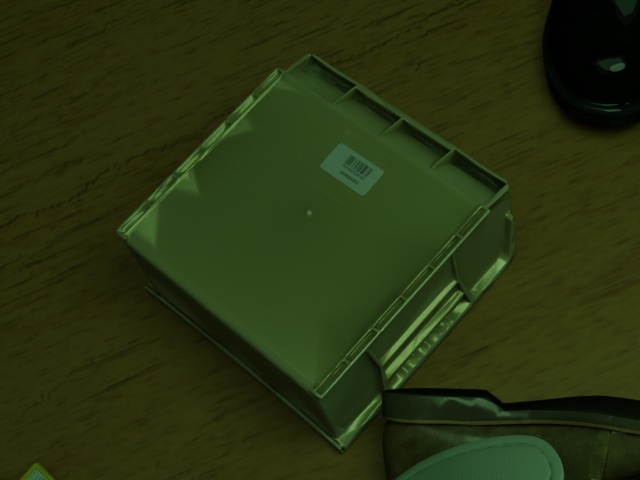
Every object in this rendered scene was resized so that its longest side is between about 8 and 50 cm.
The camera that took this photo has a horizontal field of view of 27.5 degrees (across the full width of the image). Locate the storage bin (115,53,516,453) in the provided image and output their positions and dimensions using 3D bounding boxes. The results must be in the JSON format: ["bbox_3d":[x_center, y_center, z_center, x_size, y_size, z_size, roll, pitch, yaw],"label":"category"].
[{"bbox_3d":[0.000,0.000,1.191,0.262,0.123,0.260,37,75,27],"label":"storage bin"}]

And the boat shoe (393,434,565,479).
[{"bbox_3d":[0.069,0.261,1.033,0.302,0.091,0.114,-30,35,12],"label":"boat shoe"}]

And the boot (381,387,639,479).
[{"bbox_3d":[0.202,0.185,1.077,0.305,0.112,0.115,0,87,14],"label":"boot"}]

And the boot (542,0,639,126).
[{"bbox_3d":[0.273,-0.308,1.206,0.131,0.260,0.348,4,64,15],"label":"boot"}]

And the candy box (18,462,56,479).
[{"bbox_3d":[-0.286,0.306,1.151,0.105,0.027,0.206,37,76,23],"label":"candy box"}]
